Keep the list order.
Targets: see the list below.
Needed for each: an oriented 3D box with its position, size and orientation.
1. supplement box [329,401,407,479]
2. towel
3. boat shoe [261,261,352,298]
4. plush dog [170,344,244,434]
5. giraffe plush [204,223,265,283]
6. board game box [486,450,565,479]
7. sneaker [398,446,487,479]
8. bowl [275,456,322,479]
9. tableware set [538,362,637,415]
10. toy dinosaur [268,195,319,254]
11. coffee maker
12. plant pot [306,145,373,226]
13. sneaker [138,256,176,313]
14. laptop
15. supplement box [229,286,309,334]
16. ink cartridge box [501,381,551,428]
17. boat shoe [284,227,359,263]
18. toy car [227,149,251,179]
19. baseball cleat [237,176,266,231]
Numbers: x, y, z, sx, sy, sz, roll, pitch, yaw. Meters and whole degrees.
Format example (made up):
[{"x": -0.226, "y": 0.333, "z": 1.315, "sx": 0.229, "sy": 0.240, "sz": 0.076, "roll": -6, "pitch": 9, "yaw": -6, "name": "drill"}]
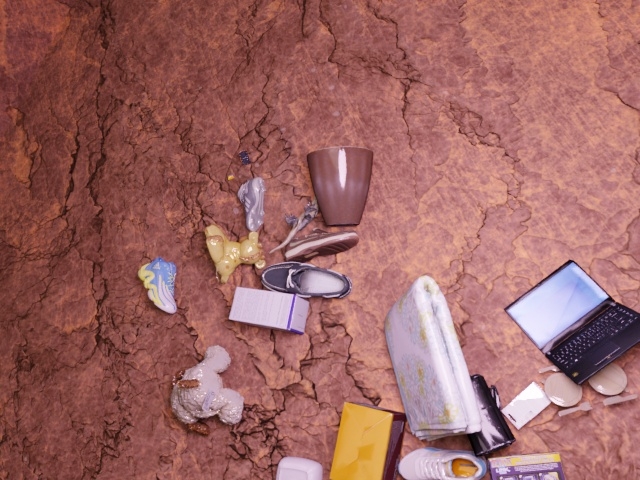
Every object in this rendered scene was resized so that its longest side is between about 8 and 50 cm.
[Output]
[{"x": 0.134, "y": 0.540, "z": 1.318, "sx": 0.129, "sy": 0.194, "sz": 0.191, "roll": 6, "pitch": 75, "yaw": 24, "name": "supplement box"}, {"x": 0.274, "y": 0.312, "z": 1.276, "sx": 0.090, "sy": 0.320, "sz": 0.374, "roll": -8, "pitch": 68, "yaw": -14, "name": "towel"}, {"x": -0.052, "y": 0.121, "z": 1.564, "sx": 0.303, "sy": 0.091, "sz": 0.114, "roll": 2, "pitch": 81, "yaw": 13, "name": "boat shoe"}, {"x": -0.392, "y": 0.490, "z": 1.570, "sx": 0.225, "sy": 0.211, "sz": 0.262, "roll": -46, "pitch": 57, "yaw": 32, "name": "plush dog"}, {"x": -0.282, "y": 0.035, "z": 1.689, "sx": 0.171, "sy": 0.181, "sz": 0.210, "roll": -17, "pitch": 54, "yaw": -7, "name": "giraffe plush"}, {"x": 0.509, "y": 0.600, "z": 1.218, "sx": 0.171, "sy": 0.048, "sz": 0.140, "roll": -9, "pitch": 68, "yaw": 9, "name": "board game box"}, {"x": 0.311, "y": 0.583, "z": 1.291, "sx": 0.229, "sy": 0.092, "sz": 0.087, "roll": -13, "pitch": 70, "yaw": 19, "name": "sneaker"}, {"x": -0.070, "y": 0.701, "z": 1.428, "sx": 0.142, "sy": 0.053, "sz": 0.141, "roll": -1, "pitch": 72, "yaw": 23, "name": "bowl"}, {"x": 0.661, "y": 0.363, "z": 1.249, "sx": 0.194, "sy": 0.039, "sz": 0.128, "roll": -17, "pitch": 50, "yaw": 7, "name": "tableware set"}, {"x": -0.069, "y": -0.064, "z": 1.611, "sx": 0.064, "sy": 0.118, "sz": 0.268, "roll": 38, "pitch": 66, "yaw": 12, "name": "toy dinosaur"}, {"x": 0.395, "y": 0.441, "z": 1.253, "sx": 0.120, "sy": 0.171, "sz": 0.178, "roll": -35, "pitch": 57, "yaw": 21, "name": "coffee maker"}, {"x": 0.068, "y": -0.162, "z": 1.592, "sx": 0.216, "sy": 0.215, "sz": 0.230, "roll": -4, "pitch": 85, "yaw": 21, "name": "plant pot"}, {"x": -0.563, "y": 0.148, "z": 1.790, "sx": 0.126, "sy": 0.091, "sz": 0.240, "roll": -46, "pitch": 62, "yaw": 1, "name": "sneaker"}, {"x": 0.645, "y": 0.195, "z": 1.261, "sx": 0.234, "sy": 0.264, "sz": 0.136, "roll": -40, "pitch": 99, "yaw": 6, "name": "laptop"}, {"x": -0.163, "y": 0.224, "z": 1.591, "sx": 0.220, "sy": 0.111, "sz": 0.113, "roll": 4, "pitch": 74, "yaw": 23, "name": "supplement box"}, {"x": 0.533, "y": 0.428, "z": 1.289, "sx": 0.115, "sy": 0.029, "sz": 0.063, "roll": -43, "pitch": 63, "yaw": 5, "name": "ink cartridge box"}, {"x": -0.003, "y": -0.003, "z": 1.615, "sx": 0.258, "sy": 0.095, "sz": 0.095, "roll": -16, "pitch": 62, "yaw": 17, "name": "boat shoe"}, {"x": -0.314, "y": -0.286, "z": 1.857, "sx": 0.122, "sy": 0.060, "sz": 0.040, "roll": -40, "pitch": 31, "yaw": -2, "name": "toy car"}, {"x": -0.249, "y": -0.125, "z": 1.778, "sx": 0.110, "sy": 0.072, "sz": 0.205, "roll": -6, "pitch": 65, "yaw": 35, "name": "baseball cleat"}]
